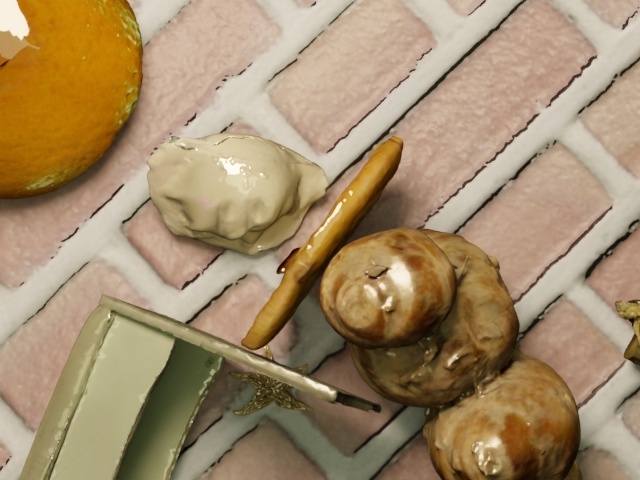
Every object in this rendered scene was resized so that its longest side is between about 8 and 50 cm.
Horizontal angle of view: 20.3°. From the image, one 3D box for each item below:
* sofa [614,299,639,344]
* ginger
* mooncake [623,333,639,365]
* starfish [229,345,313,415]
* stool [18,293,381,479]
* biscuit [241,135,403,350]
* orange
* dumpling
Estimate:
[{"bbox_3d":[0.446,0.101,1.734,0.258,0.182,0.200,-19,88,-22],"label":"sofa"},{"bbox_3d":[0.138,0.135,1.745,0.176,0.256,0.375,-32,103,11],"label":"ginger"},{"bbox_3d":[0.295,0.245,1.808,0.057,0.150,0.347,12,103,13],"label":"mooncake"},{"bbox_3d":[-0.050,0.154,1.835,0.092,0.016,0.086,-40,87,-7],"label":"starfish"},{"bbox_3d":[-0.120,0.216,1.719,0.269,0.170,0.244,21,88,19],"label":"stool"},{"bbox_3d":[0.004,0.003,1.740,0.041,0.203,0.260,37,71,-3],"label":"biscuit"},{"bbox_3d":[-0.346,-0.192,1.779,0.334,0.196,0.262,38,101,-6],"label":"orange"},{"bbox_3d":[-0.086,-0.044,1.805,0.188,0.108,0.127,5,111,-17],"label":"dumpling"}]
